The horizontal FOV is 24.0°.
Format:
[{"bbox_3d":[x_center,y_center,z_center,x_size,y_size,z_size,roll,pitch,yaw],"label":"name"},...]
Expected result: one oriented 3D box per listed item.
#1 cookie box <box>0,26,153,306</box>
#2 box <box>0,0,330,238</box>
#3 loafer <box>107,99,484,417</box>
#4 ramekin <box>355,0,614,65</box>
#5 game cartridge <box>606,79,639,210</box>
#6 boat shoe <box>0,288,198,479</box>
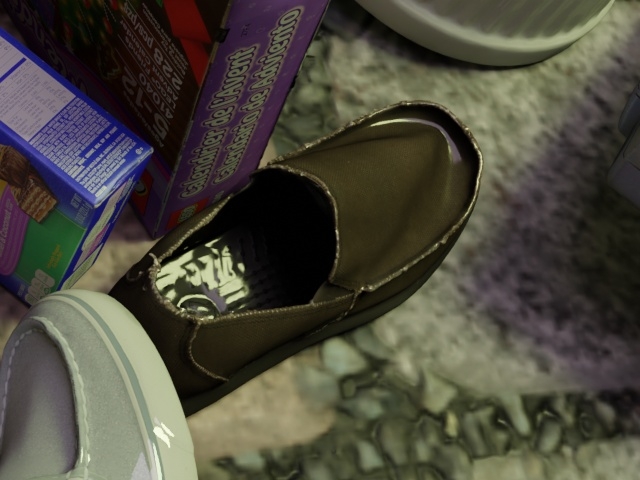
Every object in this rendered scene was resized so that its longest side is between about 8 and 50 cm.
[{"bbox_3d":[-0.130,-0.034,0.592,0.107,0.092,0.040,38,52,1],"label":"cookie box"},{"bbox_3d":[-0.108,-0.167,0.606,0.057,0.201,0.293,-28,76,-23],"label":"box"},{"bbox_3d":[0.000,0.000,0.635,0.080,0.078,0.220,48,56,7],"label":"loafer"},{"bbox_3d":[0.091,-0.204,0.757,0.207,0.109,0.207,13,61,-24],"label":"ramekin"},{"bbox_3d":[0.281,-0.058,0.760,0.230,0.068,0.355,35,40,4],"label":"game cartridge"},{"bbox_3d":[-0.091,0.119,0.518,0.081,0.079,0.227,12,58,-45],"label":"boat shoe"}]
